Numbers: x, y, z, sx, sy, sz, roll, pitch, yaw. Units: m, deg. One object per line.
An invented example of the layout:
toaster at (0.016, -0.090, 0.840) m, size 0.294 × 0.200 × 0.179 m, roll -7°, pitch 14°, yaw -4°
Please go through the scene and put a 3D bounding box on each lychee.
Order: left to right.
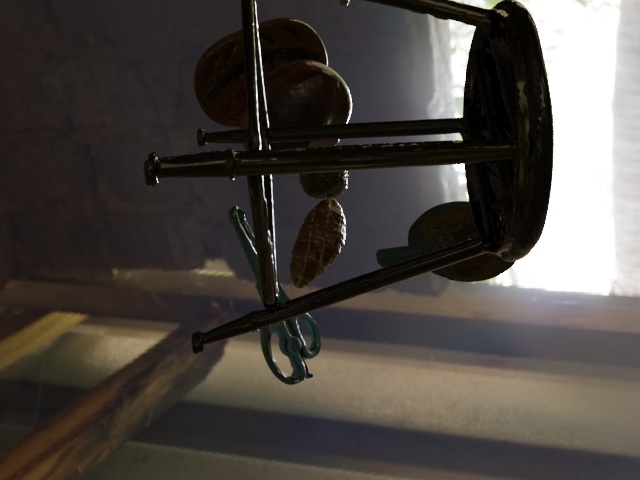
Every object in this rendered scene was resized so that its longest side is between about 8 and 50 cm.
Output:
lychee at (0.004, -0.211, 2.659) m, size 0.171 × 0.171 × 0.171 m, roll -7°, pitch -151°, yaw 4°

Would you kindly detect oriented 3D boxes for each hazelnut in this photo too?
hazelnut at (-0.050, -0.218, 1.465) m, size 0.204 × 0.178 × 0.178 m, roll -53°, pitch -144°, yaw 3°

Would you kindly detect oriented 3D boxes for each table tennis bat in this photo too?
table tennis bat at (0.269, 0.013, 1.826) m, size 0.329 × 0.215 × 0.044 m, roll -13°, pitch -144°, yaw 32°

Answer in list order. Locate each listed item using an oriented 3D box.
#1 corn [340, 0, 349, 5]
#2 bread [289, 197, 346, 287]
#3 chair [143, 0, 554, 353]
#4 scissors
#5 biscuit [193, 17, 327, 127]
corn at (0.062, -0.636, 2.159) m, size 0.027 × 0.083 × 0.028 m, roll 3°, pitch -178°, yaw -31°
bread at (0.000, 0.000, 1.891) m, size 0.105 × 0.076 × 0.233 m, roll 25°, pitch -113°, yaw -3°
chair at (0.036, -0.117, 1.002) m, size 0.411 × 0.361 × 0.364 m, roll -3°, pitch -125°, yaw -1°
scissors at (-0.106, 0.111, 1.758) m, size 0.032 × 0.392 × 0.180 m, roll -19°, pitch -171°, yaw 33°
biscuit at (-0.151, -0.425, 2.275) m, size 0.368 × 0.314 × 0.063 m, roll -24°, pitch -138°, yaw -8°
